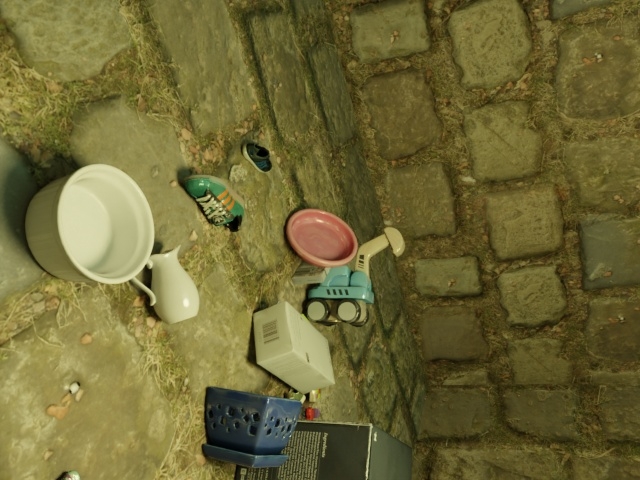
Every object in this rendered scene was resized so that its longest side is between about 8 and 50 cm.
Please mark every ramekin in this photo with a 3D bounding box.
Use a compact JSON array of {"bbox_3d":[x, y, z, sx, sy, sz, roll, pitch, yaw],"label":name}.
[{"bbox_3d":[-0.537,-0.030,1.183,0.277,0.135,0.276,-9,90,-66],"label":"ramekin"}]

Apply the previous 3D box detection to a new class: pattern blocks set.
[{"bbox_3d":[-0.016,0.620,2.220,0.285,0.026,0.324,7,84,-76],"label":"pattern blocks set"}]

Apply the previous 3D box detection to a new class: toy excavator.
[{"bbox_3d":[0.160,0.164,2.305,0.222,0.434,0.444,36,54,-67],"label":"toy excavator"}]

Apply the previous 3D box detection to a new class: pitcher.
[{"bbox_3d":[-0.436,0.130,1.405,0.178,0.126,0.206,-17,88,-45],"label":"pitcher"}]

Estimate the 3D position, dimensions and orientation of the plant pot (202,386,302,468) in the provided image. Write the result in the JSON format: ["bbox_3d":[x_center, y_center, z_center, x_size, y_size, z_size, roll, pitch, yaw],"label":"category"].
[{"bbox_3d":[-0.219,0.591,1.600,0.236,0.236,0.211,39,55,-57],"label":"plant pot"}]

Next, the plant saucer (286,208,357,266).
[{"bbox_3d":[0.000,0.000,2.256,0.332,0.333,0.084,-69,-176,-48],"label":"plant saucer"}]

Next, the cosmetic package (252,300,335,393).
[{"bbox_3d":[-0.097,0.423,1.955,0.385,0.156,0.217,49,23,-50],"label":"cosmetic package"}]

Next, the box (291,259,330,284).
[{"bbox_3d":[-0.031,0.128,2.265,0.186,0.145,0.038,-61,139,-55],"label":"box"}]

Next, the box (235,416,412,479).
[{"bbox_3d":[0.030,0.820,1.779,0.480,0.473,0.297,49,40,-50],"label":"box"}]

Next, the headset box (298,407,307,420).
[{"bbox_3d":[-0.086,0.722,2.094,0.083,0.032,0.062,49,40,-54],"label":"headset box"}]

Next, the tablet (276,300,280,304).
[{"bbox_3d":[-0.164,0.296,2.082,0.054,0.006,0.083,-66,142,-51],"label":"tablet"}]

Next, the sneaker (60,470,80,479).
[{"bbox_3d":[-0.549,0.560,1.097,0.069,0.038,0.098,-31,103,-61],"label":"sneaker"}]

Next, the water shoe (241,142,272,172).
[{"bbox_3d":[-0.233,-0.327,2.029,0.203,0.080,0.072,28,58,-62],"label":"water shoe"}]

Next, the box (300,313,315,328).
[{"bbox_3d":[-0.068,0.410,2.218,0.178,0.043,0.108,57,35,-46],"label":"box"}]

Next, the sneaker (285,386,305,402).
[{"bbox_3d":[-0.121,0.644,2.009,0.086,0.064,0.192,69,24,-15],"label":"sneaker"}]

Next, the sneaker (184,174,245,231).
[{"bbox_3d":[-0.342,-0.118,1.683,0.302,0.108,0.120,37,46,-60],"label":"sneaker"}]
